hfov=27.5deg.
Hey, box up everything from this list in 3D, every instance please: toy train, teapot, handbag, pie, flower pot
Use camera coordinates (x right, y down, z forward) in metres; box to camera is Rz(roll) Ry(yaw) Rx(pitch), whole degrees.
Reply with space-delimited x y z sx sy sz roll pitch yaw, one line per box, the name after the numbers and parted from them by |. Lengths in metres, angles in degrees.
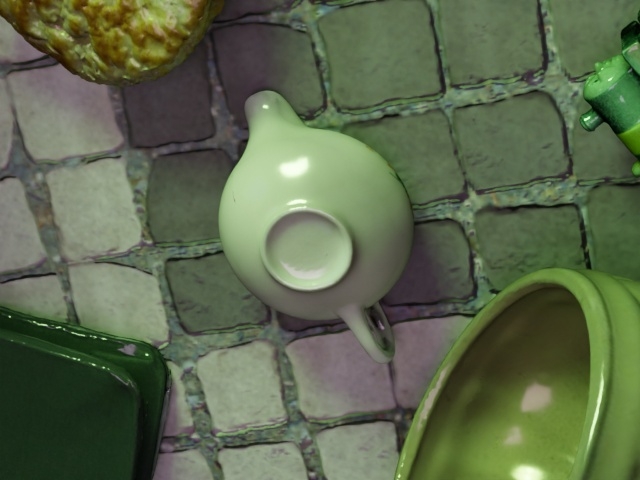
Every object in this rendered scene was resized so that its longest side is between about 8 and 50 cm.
0.265 -0.071 0.896 0.132 0.083 0.200 -39 98 24 | toy train
0.000 0.000 0.968 0.145 0.092 0.226 -20 108 18 | teapot
-0.268 0.174 1.085 0.260 0.079 0.247 14 112 6 | handbag
-0.147 -0.210 0.918 0.179 0.084 0.205 21 114 4 | pie
0.210 0.190 0.899 0.244 0.307 0.307 23 113 -14 | flower pot
